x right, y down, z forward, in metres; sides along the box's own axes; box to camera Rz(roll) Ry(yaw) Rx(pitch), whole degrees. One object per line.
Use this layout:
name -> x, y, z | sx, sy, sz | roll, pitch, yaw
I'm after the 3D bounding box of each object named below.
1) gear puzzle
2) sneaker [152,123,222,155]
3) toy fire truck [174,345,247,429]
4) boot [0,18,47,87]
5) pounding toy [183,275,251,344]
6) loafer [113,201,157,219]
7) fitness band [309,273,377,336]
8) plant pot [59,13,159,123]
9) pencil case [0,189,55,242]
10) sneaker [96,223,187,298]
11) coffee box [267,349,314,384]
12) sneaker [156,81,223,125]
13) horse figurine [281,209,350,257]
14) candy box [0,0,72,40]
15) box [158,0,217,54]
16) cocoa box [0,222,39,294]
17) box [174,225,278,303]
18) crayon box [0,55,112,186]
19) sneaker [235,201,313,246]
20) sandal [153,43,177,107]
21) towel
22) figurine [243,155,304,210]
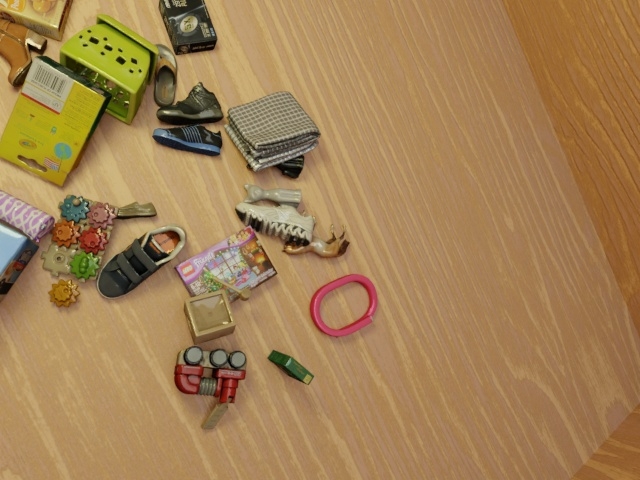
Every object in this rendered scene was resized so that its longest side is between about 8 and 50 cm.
gear puzzle -> -0.740, 0.032, 1.356 | 0.176, 0.044, 0.338 | 15, 81, -7
sneaker -> -0.450, -0.358, 1.552 | 0.233, 0.081, 0.090 | 10, 76, -30
toy fire truck -> -0.364, 0.476, 1.458 | 0.217, 0.158, 0.246 | 13, 68, -23
boot -> -0.937, -0.565, 1.359 | 0.153, 0.073, 0.197 | 22, 66, -20
pounding toy -> -0.326, 0.212, 1.459 | 0.206, 0.094, 0.181 | -13, 64, -27
loafer -> -0.604, -0.098, 1.459 | 0.148, 0.056, 0.050 | -3, 82, -32
fitness band -> 0.096, 0.247, 1.736 | 0.291, 0.054, 0.208 | -22, 92, -27
plant pot -> -0.638, -0.538, 1.411 | 0.228, 0.227, 0.207 | 30, 66, -18
pencil case -> -0.873, -0.076, 1.301 | 0.206, 0.086, 0.088 | 30, 78, -7
sneaker -> -0.558, 0.055, 1.421 | 0.321, 0.127, 0.126 | -45, 104, -21
coffee box -> -0.103, 0.430, 1.547 | 0.113, 0.184, 0.040 | 44, 69, -14
sneaker -> -0.456, -0.469, 1.559 | 0.228, 0.087, 0.130 | -14, 88, -29
horse figurine -> 0.000, 0.000, 1.718 | 0.264, 0.066, 0.174 | 20, 70, -19
candy box -> -0.938, -0.758, 1.370 | 0.317, 0.088, 0.182 | 13, 78, -23
box -> -0.465, -0.762, 1.595 | 0.148, 0.078, 0.180 | -19, 92, -25
cocoa box -> -0.973, 0.014, 1.173 | 0.347, 0.231, 0.227 | 32, 71, -18
box -> -0.319, 0.104, 1.560 | 0.293, 0.057, 0.200 | -32, 96, -24
crayon box -> -0.783, -0.344, 1.335 | 0.202, 0.081, 0.318 | 30, 107, -19
sneaker -> -0.160, -0.078, 1.625 | 0.292, 0.110, 0.118 | 21, 66, -11
sandal -> -0.533, -0.566, 1.547 | 0.090, 0.060, 0.219 | 3, 82, -25
towel -> -0.172, -0.401, 1.620 | 0.284, 0.121, 0.235 | -25, 67, -24
figurine -> -0.175, -0.222, 1.662 | 0.210, 0.092, 0.214 | 7, 81, -16
